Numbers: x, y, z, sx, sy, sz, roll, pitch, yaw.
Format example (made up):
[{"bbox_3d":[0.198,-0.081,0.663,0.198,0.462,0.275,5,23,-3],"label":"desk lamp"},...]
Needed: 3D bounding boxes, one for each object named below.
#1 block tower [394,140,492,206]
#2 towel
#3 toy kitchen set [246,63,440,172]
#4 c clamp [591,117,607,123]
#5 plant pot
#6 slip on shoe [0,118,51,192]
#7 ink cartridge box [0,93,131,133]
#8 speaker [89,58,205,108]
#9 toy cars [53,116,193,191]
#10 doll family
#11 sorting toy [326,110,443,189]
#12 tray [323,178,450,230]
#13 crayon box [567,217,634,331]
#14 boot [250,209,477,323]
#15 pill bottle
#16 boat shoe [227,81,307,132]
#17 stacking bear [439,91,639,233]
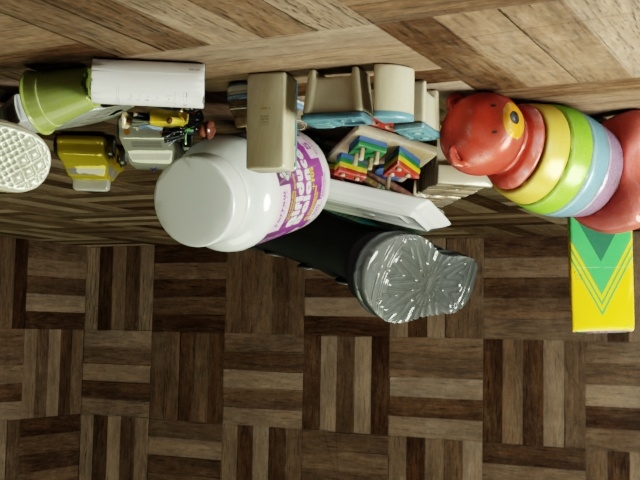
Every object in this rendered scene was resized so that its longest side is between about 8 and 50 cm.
[{"bbox_3d":[0.202,-0.118,1.774,0.091,0.097,0.335,2,177,-8],"label":"block tower"},{"bbox_3d":[0.066,-0.082,1.904,0.271,0.040,0.370,30,170,-7],"label":"towel"},{"bbox_3d":[0.033,-0.142,1.342,0.207,0.122,0.166,-1,175,22],"label":"toy kitchen set"},{"bbox_3d":[0.376,-0.148,1.597,0.161,0.022,0.137,-3,149,26],"label":"c clamp"},{"bbox_3d":[-0.317,-0.181,1.301,0.079,0.083,0.083,-13,171,17],"label":"plant pot"},{"bbox_3d":[-0.509,-0.144,1.339,0.331,0.123,0.101,20,179,-41],"label":"slip on shoe"},{"bbox_3d":[-0.360,-0.189,1.488,0.179,0.045,0.145,-17,-176,-29],"label":"ink cartridge box"},{"bbox_3d":[-0.207,-0.188,1.259,0.136,0.055,0.055,1,175,-6],"label":"speaker"},{"bbox_3d":[-0.327,-0.134,1.730,0.176,0.087,0.394,5,174,-39],"label":"toy cars"},{"bbox_3d":[-0.199,-0.167,1.388,0.111,0.076,0.193,1,-171,-1],"label":"doll family"},{"bbox_3d":[0.094,-0.121,1.605,0.132,0.046,0.274,15,159,-16],"label":"sorting toy"},{"bbox_3d":[0.066,-0.061,1.700,0.270,0.030,0.145,13,172,24],"label":"tray"},{"bbox_3d":[0.476,0.002,1.793,0.106,0.313,0.363,0,175,15],"label":"crayon box"},{"bbox_3d":[0.001,0.001,1.823,0.445,0.146,0.367,24,-177,32],"label":"boot"},{"bbox_3d":[-0.113,-0.075,1.538,0.169,0.169,0.301,-1,-171,23],"label":"pill bottle"},{"bbox_3d":[-0.072,-0.164,1.430,0.066,0.066,0.183,-1,174,30],"label":"boat shoe"},{"bbox_3d":[0.293,-0.120,1.431,0.289,0.175,0.164,15,162,-28],"label":"stacking bear"}]
